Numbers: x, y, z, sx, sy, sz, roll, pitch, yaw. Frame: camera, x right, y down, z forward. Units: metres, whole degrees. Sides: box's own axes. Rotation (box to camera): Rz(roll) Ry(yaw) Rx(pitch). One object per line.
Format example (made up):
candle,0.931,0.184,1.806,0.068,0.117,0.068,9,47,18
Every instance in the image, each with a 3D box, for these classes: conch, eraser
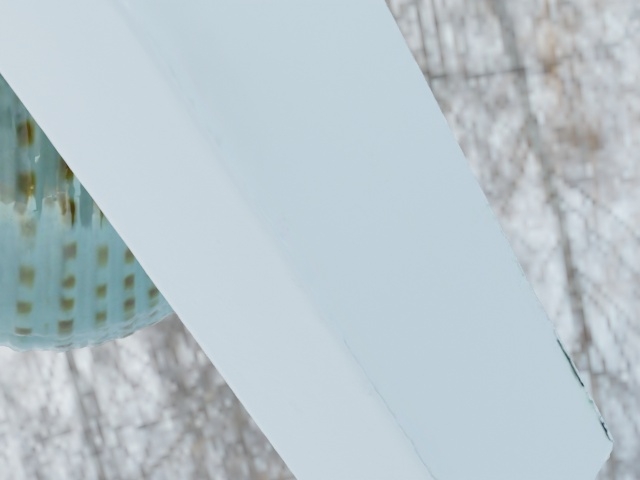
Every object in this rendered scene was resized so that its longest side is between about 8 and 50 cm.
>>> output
conch,-0.124,-0.031,0.802,0.200,0.172,0.131,12,-171,8
eraser,0.000,0.000,0.581,0.078,0.298,0.076,14,-120,38
